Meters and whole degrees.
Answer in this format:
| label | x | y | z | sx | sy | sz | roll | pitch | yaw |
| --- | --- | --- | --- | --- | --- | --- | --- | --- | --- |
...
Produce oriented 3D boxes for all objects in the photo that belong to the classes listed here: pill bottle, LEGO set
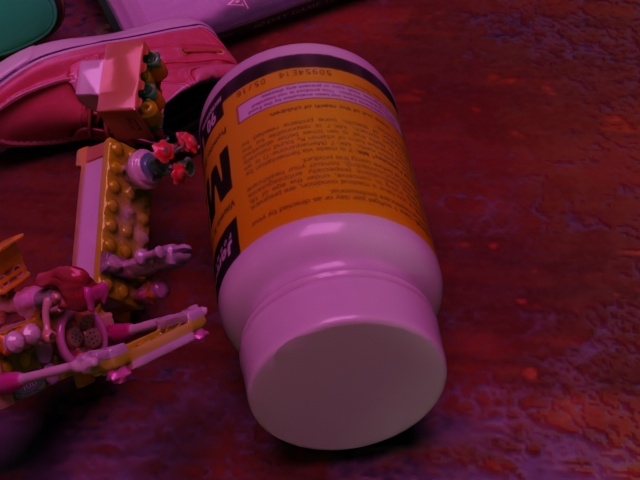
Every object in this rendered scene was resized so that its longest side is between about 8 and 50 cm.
| label | x | y | z | sx | sy | sz | roll | pitch | yaw |
| --- | --- | --- | --- | --- | --- | --- | --- | --- | --- |
| pill bottle | 0.000 | 0.000 | 0.758 | 0.119 | 0.119 | 0.208 | -7 | 44 | -4 |
| LEGO set | -0.109 | 0.001 | 0.732 | 0.107 | 0.132 | 0.287 | -16 | 27 | 37 |

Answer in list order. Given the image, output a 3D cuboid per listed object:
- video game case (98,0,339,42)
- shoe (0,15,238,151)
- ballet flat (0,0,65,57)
| label | x | y | z | sx | sy | sz | roll | pitch | yaw |
| --- | --- | --- | --- | --- | --- | --- | --- | --- | --- |
| video game case | -0.048 | -0.249 | 1.025 | 0.274 | 0.026 | 0.196 | -22 | 74 | -19 |
| shoe | -0.131 | -0.088 | 0.895 | 0.178 | 0.063 | 0.081 | -21 | 42 | -23 |
| ballet flat | -0.293 | -0.159 | 0.973 | 0.232 | 0.080 | 0.073 | -9 | 30 | -7 |
